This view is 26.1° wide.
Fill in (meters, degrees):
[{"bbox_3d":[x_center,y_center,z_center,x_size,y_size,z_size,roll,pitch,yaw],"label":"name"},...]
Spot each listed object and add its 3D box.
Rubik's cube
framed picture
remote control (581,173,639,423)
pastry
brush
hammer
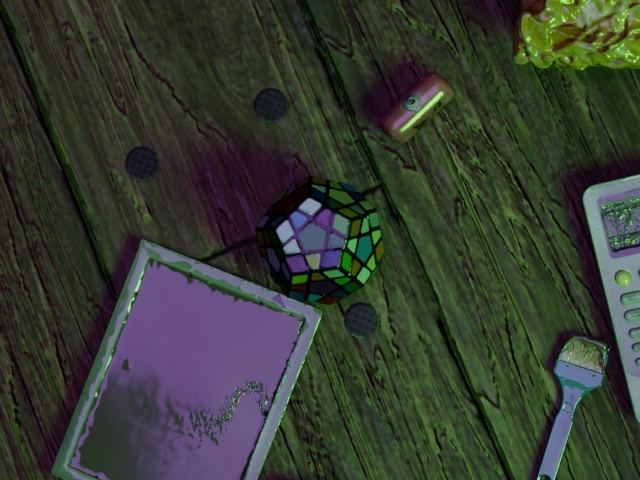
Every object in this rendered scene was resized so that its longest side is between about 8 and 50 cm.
[{"bbox_3d":[0.000,0.000,1.405,0.112,0.133,0.133,7,87,35],"label":"Rubik's cube"},{"bbox_3d":[-0.142,0.161,1.463,0.216,0.016,0.273,22,89,10],"label":"framed picture"},{"bbox_3d":[0.338,0.057,1.391,0.103,0.034,0.250,-12,84,7],"label":"remote control"},{"bbox_3d":[0.320,-0.223,1.379,0.250,0.102,0.154,4,88,8],"label":"pastry"},{"bbox_3d":[0.250,0.176,1.406,0.051,0.014,0.164,17,89,10],"label":"brush"},{"bbox_3d":[0.099,-0.138,1.436,0.083,0.043,0.043,-42,81,5],"label":"hammer"}]
